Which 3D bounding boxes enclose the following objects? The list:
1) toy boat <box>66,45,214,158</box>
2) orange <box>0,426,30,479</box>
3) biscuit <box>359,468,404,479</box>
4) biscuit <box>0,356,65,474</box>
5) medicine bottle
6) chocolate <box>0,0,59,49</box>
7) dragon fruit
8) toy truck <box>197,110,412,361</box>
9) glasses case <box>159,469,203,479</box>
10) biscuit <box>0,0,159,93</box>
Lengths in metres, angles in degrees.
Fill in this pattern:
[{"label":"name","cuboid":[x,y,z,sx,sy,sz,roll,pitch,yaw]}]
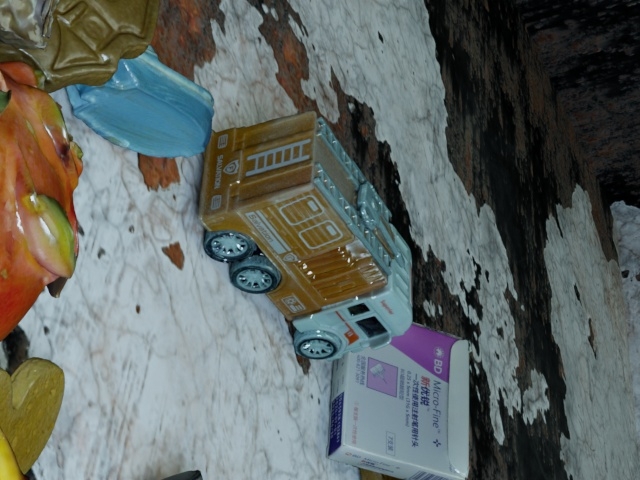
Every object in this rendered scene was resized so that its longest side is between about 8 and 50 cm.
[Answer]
[{"label":"toy boat","cuboid":[-0.164,-0.149,1.220,0.215,0.088,0.102,30,46,-58]},{"label":"orange","cuboid":[-0.283,0.138,0.553,0.310,0.274,0.274,-33,113,-21]},{"label":"biscuit","cuboid":[0.099,0.255,1.634,0.278,0.043,0.301,67,25,-15]},{"label":"biscuit","cuboid":[-0.237,0.154,0.848,0.240,0.035,0.158,-53,160,-61]},{"label":"medicine bottle","cuboid":[0.095,0.187,1.549,0.171,0.052,0.201,19,50,-17]},{"label":"chocolate","cuboid":[-0.314,-0.233,0.898,0.329,0.065,0.102,27,61,-46]},{"label":"dragon fruit","cuboid":[-0.246,-0.025,0.791,0.224,0.224,0.227,58,23,-35]},{"label":"toy truck","cuboid":[0.000,0.000,1.409,0.305,0.162,0.136,51,32,-44]},{"label":"glasses case","cuboid":[-0.099,0.351,1.088,0.114,0.060,0.299,-15,90,-68]},{"label":"biscuit","cuboid":[-0.230,-0.203,1.069,0.182,0.034,0.215,42,43,-7]}]
